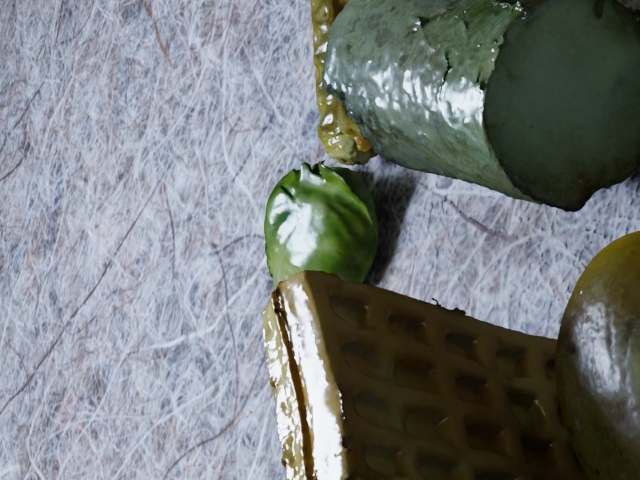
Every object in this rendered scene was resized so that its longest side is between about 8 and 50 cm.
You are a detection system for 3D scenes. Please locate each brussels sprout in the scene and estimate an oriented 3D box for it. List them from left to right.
[{"bbox_3d":[-0.003,0.001,1.998,0.139,0.100,0.181,45,117,39],"label":"brussels sprout"}]

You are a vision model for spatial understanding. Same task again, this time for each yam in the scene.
[{"bbox_3d":[0.144,-0.146,1.734,0.300,0.195,0.195,20,97,56],"label":"yam"}]

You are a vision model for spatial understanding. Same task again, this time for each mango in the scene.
[{"bbox_3d":[0.274,0.151,1.462,0.176,0.175,0.329,67,-166,-62],"label":"mango"}]

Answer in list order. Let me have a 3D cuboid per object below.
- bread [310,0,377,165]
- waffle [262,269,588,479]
[{"bbox_3d":[0.029,-0.250,2.044,0.084,0.077,0.367,-34,52,49],"label":"bread"},{"bbox_3d":[0.103,0.155,1.565,0.098,0.327,0.224,-45,44,34],"label":"waffle"}]
